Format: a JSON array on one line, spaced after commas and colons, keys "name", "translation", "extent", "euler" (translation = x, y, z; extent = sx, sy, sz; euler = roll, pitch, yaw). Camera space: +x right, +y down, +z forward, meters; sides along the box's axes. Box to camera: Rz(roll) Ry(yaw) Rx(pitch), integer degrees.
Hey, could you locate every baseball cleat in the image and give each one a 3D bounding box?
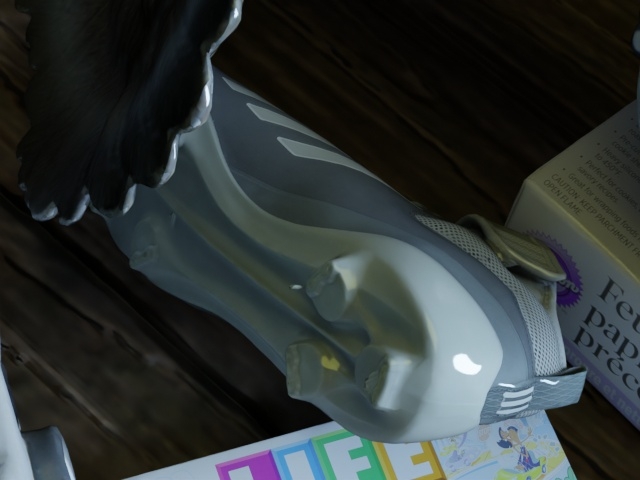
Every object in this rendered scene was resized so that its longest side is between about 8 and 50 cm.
[{"name": "baseball cleat", "translation": [0.000, 0.000, 0.508], "extent": [0.109, 0.072, 0.206], "euler": [3, 31, -40]}]

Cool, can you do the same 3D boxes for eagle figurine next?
[{"name": "eagle figurine", "translation": [-0.022, -0.149, 0.493], "extent": [0.225, 0.226, 0.298], "euler": [-4, 57, -53]}]

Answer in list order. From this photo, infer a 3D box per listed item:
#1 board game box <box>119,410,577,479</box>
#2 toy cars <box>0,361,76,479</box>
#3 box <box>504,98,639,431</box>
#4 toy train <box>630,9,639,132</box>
[{"name": "board game box", "translation": [0.010, 0.106, 0.467], "extent": [0.154, 0.026, 0.103], "euler": [-14, 60, -16]}, {"name": "toy cars", "translation": [-0.136, 0.190, 0.340], "extent": [0.176, 0.087, 0.393], "euler": [18, 61, 9]}, {"name": "box", "translation": [0.188, 0.089, 0.482], "extent": [0.067, 0.063, 0.324], "euler": [-35, 69, -27]}, {"name": "toy train", "translation": [0.246, -0.058, 0.508], "extent": [0.334, 0.142, 0.190], "euler": [-25, 49, -38]}]
